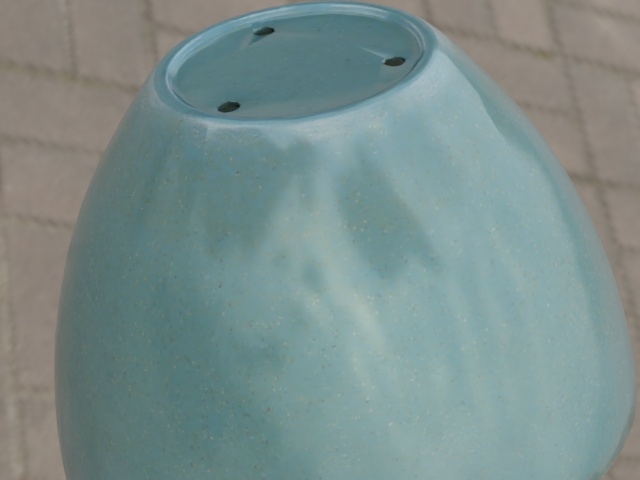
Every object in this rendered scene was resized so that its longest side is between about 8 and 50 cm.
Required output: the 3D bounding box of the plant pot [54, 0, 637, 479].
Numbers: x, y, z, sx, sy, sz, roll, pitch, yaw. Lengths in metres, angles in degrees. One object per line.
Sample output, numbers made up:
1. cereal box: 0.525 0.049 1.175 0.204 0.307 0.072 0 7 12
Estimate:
1. plant pot: 0.000 0.000 0.941 0.290 0.195 0.290 -7 29 4
